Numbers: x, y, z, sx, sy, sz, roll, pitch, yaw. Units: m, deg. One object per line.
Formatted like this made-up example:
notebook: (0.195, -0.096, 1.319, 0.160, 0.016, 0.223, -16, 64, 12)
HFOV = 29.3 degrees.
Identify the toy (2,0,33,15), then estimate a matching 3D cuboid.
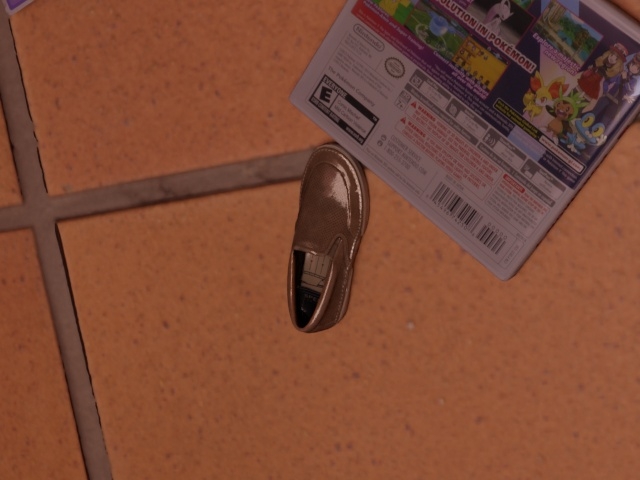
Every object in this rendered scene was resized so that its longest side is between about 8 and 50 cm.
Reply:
toy: (-0.246, -0.306, 0.926, 0.137, 0.056, 0.237, -25, 87, 30)

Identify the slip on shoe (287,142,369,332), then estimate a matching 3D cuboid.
slip on shoe: (0.000, 0.000, 0.859, 0.051, 0.041, 0.135, 17, 108, 25)

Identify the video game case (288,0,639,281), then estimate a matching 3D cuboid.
video game case: (0.097, -0.105, 0.795, 0.201, 0.023, 0.183, 42, 117, 17)
